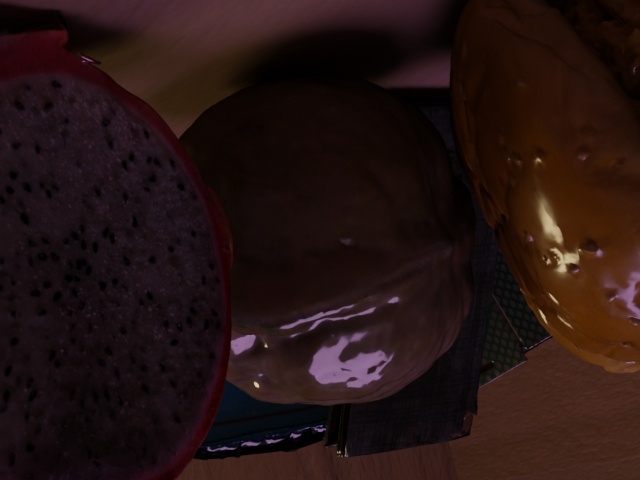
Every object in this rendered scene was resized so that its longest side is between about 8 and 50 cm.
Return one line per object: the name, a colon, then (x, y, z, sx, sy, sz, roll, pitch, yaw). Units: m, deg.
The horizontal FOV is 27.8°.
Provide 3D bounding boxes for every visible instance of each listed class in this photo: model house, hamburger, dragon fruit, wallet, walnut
model house: (0.209, 0.022, 1.282, 0.271, 0.178, 0.206, -25, 170, -11)
hamburger: (0.193, -0.042, 0.872, 0.158, 0.318, 0.318, -25, 170, 1)
dragon fruit: (-0.219, 0.033, 0.779, 0.226, 0.305, 0.305, -12, 173, 37)
wallet: (0.093, 0.032, 1.140, 0.169, 0.317, 0.044, -4, -163, -39)
walnut: (-0.001, 0.000, 0.951, 0.248, 0.248, 0.248, -13, 170, -2)

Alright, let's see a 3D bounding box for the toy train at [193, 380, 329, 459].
toy train: (-0.055, 0.073, 1.246, 0.300, 0.265, 0.188, -8, 172, -19)
